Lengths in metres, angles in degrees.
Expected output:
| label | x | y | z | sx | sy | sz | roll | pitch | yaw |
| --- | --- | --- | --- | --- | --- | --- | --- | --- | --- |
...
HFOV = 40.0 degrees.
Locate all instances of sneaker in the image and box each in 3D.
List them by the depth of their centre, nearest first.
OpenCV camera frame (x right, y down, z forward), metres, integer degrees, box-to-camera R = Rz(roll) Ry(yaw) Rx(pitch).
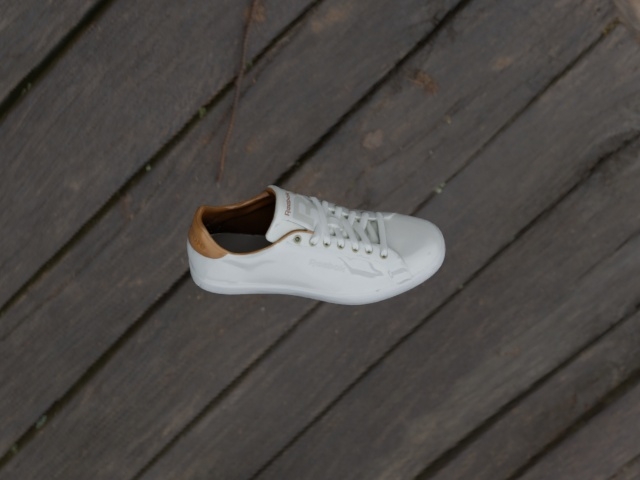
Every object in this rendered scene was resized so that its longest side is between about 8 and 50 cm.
| label | x | y | z | sx | sy | sz | roll | pitch | yaw |
| --- | --- | --- | --- | --- | --- | --- | --- | --- | --- |
| sneaker | 0.000 | 0.000 | 0.954 | 0.290 | 0.106 | 0.123 | -4 | 145 | -6 |
